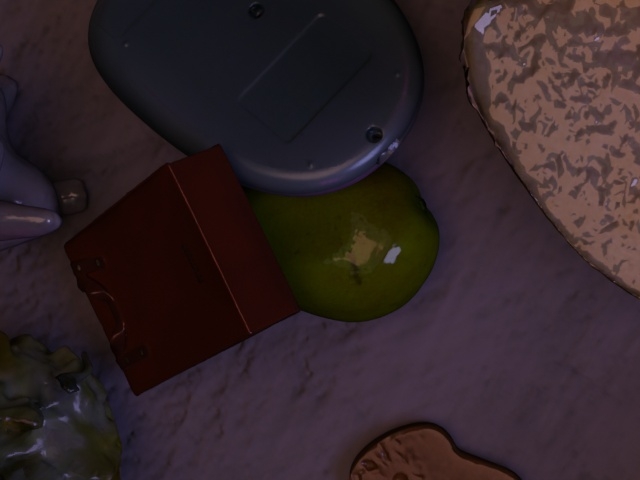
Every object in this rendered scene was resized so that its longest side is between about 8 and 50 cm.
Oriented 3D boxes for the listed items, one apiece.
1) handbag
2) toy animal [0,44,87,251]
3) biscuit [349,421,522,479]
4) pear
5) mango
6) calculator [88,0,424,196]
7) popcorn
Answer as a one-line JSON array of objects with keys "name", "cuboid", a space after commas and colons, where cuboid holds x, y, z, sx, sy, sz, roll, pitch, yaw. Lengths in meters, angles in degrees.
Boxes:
[{"name": "handbag", "cuboid": [-0.103, 0.026, 1.098, 0.190, 0.063, 0.127, -29, 86, 55]}, {"name": "toy animal", "cuboid": [-0.257, -0.051, 1.084, 0.138, 0.282, 0.140, -26, 88, -1]}, {"name": "biscuit", "cuboid": [0.091, 0.194, 1.123, 0.118, 0.023, 0.140, -23, 86, 14]}, {"name": "pear", "cuboid": [0.292, -0.107, 0.971, 0.386, 0.191, 0.340, 24, 94, 13]}, {"name": "mango", "cuboid": [0.002, -0.006, 1.103, 0.163, 0.089, 0.117, 14, 96, 14]}, {"name": "calculator", "cuboid": [-0.058, -0.149, 1.102, 0.185, 0.041, 0.299, -46, 67, -5]}, {"name": "popcorn", "cuboid": [-0.221, 0.164, 1.113, 0.198, 0.212, 0.198, -8, 114, -18]}]
